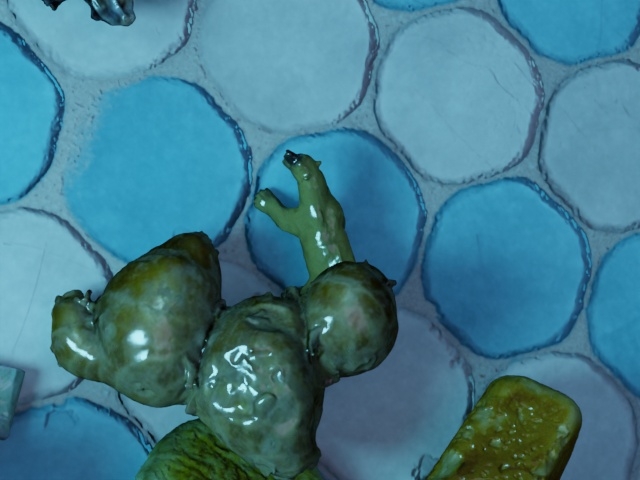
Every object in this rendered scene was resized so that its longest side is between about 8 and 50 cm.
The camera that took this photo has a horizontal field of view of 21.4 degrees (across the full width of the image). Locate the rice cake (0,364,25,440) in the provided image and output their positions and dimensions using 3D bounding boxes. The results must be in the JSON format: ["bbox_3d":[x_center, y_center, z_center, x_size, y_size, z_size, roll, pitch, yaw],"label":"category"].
[{"bbox_3d":[-0.434,0.152,1.818,0.222,0.042,0.080,16,83,-19],"label":"rice cake"}]

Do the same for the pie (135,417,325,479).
[{"bbox_3d":[-0.085,0.313,1.859,0.277,0.078,0.277,20,36,-15],"label":"pie"}]

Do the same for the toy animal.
[{"bbox_3d":[0.000,0.000,1.959,0.103,0.101,0.218,-16,90,-20],"label":"toy animal"}]

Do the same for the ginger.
[{"bbox_3d":[-0.111,0.114,1.858,0.375,0.176,0.256,13,81,2],"label":"ginger"}]

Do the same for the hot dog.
[{"bbox_3d":[0.197,0.289,1.968,0.150,0.153,0.256,29,62,15],"label":"hot dog"}]

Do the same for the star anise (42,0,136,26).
[{"bbox_3d":[-0.264,-0.346,1.903,0.236,0.109,0.223,16,73,-31],"label":"star anise"}]
